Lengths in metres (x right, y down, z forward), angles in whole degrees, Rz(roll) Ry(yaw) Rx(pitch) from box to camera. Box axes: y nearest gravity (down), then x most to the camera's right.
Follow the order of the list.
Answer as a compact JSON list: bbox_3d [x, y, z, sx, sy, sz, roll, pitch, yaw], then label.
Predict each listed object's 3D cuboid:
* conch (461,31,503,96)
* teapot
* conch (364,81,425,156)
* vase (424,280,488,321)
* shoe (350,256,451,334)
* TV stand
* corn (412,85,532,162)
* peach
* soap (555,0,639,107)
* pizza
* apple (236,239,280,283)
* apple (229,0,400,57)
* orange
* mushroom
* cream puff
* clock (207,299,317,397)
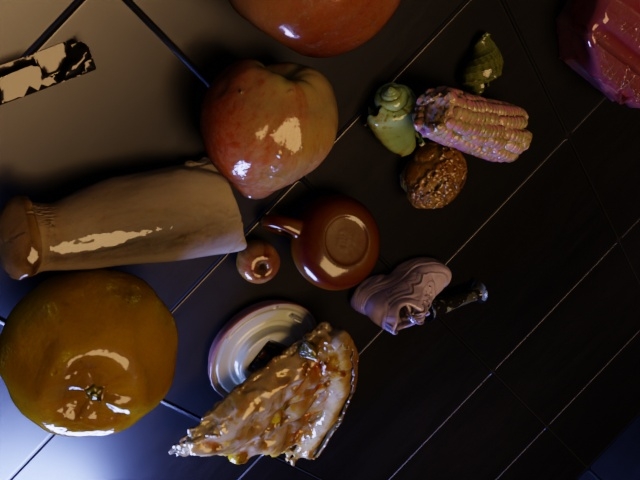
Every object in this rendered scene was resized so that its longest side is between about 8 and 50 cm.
[{"bbox_3d":[0.310,-0.333,1.454,0.089,0.074,0.121,-28,124,-64],"label":"conch"},{"bbox_3d":[0.000,0.000,1.420,0.252,0.135,0.178,18,75,-24],"label":"teapot"},{"bbox_3d":[0.135,-0.211,1.398,0.106,0.079,0.170,-26,137,-1],"label":"conch"},{"bbox_3d":[0.312,0.141,1.786,0.167,0.059,0.059,-15,128,-28],"label":"vase"},{"bbox_3d":[0.197,0.121,1.631,0.245,0.137,0.095,-18,134,-25],"label":"shoe"},{"bbox_3d":[-0.424,-0.205,1.011,0.249,0.042,0.036,-27,135,-18],"label":"TV stand"},{"bbox_3d":[0.283,-0.216,1.431,0.335,0.127,0.126,2,119,-49],"label":"corn"},{"bbox_3d":[-0.080,-0.164,1.179,0.233,0.232,0.232,-19,130,-25],"label":"peach"},{"bbox_3d":[0.608,-0.415,1.558,0.325,0.127,0.220,19,107,-42],"label":"soap"},{"bbox_3d":[-0.047,0.326,1.578,0.392,0.080,0.435,-52,146,16],"label":"pizza"},{"bbox_3d":[-0.115,0.037,1.392,0.084,0.071,0.084,-14,120,-25],"label":"apple"},{"bbox_3d":[-0.010,-0.369,1.072,0.254,0.253,0.253,-19,130,-25],"label":"apple"},{"bbox_3d":[-0.357,0.178,1.195,0.279,0.235,0.279,-15,125,-23],"label":"orange"},{"bbox_3d":[-0.283,-0.032,1.178,0.407,0.137,0.154,-9,138,-39],"label":"mushroom"},{"bbox_3d":[0.228,-0.124,1.502,0.144,0.103,0.126,-49,137,6],"label":"cream puff"},{"bbox_3d":[-0.112,0.224,1.536,0.244,0.056,0.244,-19,130,-24],"label":"clock"}]
